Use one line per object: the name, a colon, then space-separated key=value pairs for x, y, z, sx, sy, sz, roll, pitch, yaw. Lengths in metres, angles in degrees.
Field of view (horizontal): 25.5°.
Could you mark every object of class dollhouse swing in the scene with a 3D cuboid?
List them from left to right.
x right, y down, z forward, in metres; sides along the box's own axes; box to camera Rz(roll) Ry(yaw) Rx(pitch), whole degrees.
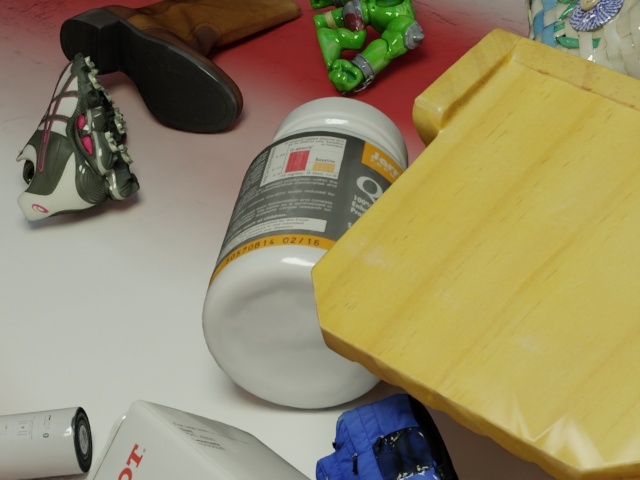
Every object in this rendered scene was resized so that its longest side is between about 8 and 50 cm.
dollhouse swing: x=0.215 y=0.052 z=1.076 sx=0.347 sy=0.315 sz=0.305 roll=27 pitch=77 yaw=32

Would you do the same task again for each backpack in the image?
backpack: x=0.048 y=0.172 z=1.022 sx=0.101 sy=0.098 sz=0.120 roll=-14 pitch=35 yaw=0

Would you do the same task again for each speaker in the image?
speaker: x=-0.257 y=0.168 z=1.143 sx=0.136 sy=0.055 sz=0.055 roll=-7 pitch=34 yaw=5

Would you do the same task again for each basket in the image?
basket: x=0.338 y=-0.183 z=1.301 sx=0.289 sy=0.201 sz=0.254 roll=-12 pitch=39 yaw=16

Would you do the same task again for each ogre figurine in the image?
ogre figurine: x=0.054 y=-0.250 z=1.634 sx=0.118 sy=0.096 sz=0.197 roll=-19 pitch=22 yaw=7

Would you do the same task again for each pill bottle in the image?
pill bottle: x=0.000 y=0.000 z=1.226 sx=0.162 sy=0.162 sz=0.278 roll=-2 pitch=36 yaw=11

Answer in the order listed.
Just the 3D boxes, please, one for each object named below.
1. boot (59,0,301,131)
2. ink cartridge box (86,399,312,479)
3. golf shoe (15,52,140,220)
boot: x=-0.123 y=-0.230 z=1.686 sx=0.264 sy=0.096 sz=0.280 roll=22 pitch=32 yaw=33
ink cartridge box: x=-0.042 y=0.247 z=0.825 sx=0.278 sy=0.117 sz=0.201 roll=30 pitch=95 yaw=46
golf shoe: x=-0.273 y=-0.115 z=1.520 sx=0.120 sy=0.105 sz=0.273 roll=-26 pitch=29 yaw=3
